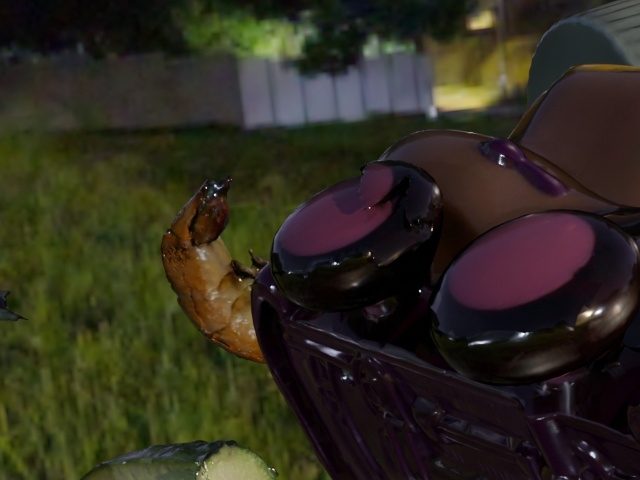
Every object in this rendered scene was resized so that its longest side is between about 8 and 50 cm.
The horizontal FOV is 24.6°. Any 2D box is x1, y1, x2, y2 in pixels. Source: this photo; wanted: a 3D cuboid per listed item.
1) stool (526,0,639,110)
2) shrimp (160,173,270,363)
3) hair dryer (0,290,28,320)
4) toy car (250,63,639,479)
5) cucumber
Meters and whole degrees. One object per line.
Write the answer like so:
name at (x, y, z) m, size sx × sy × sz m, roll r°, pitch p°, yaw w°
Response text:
stool at (0.420, -0.142, 1.559) m, size 0.330 × 0.297 × 0.297 m, roll -15°, pitch 10°, yaw -21°
shrimp at (0.000, 0.000, 1.207) m, size 0.290 × 0.222 × 0.054 m, roll -31°, pitch 37°, yaw 24°
hair dryer at (-0.300, 0.013, 0.847) m, size 0.267 × 0.092 × 0.229 m, roll -10°, pitch -22°, yaw -18°
toy car at (0.143, 0.053, 0.644) m, size 0.240 × 0.271 × 0.341 m, roll -40°, pitch 31°, yaw -22°
cucumber at (-0.197, 0.309, 1.858) m, size 0.145 × 0.105 × 0.325 m, roll -8°, pitch -7°, yaw -45°
